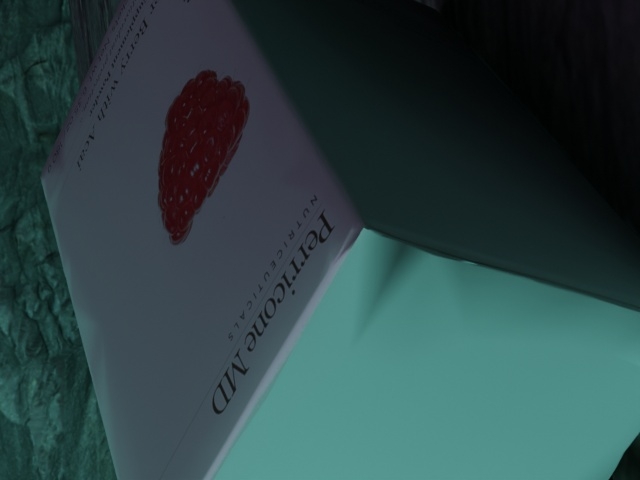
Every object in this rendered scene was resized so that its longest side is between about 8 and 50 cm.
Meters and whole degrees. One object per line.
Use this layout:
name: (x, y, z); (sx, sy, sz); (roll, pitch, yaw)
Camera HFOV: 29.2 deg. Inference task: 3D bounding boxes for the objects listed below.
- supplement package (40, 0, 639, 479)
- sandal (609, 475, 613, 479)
supplement package: (0.000, 0.000, 0.565); (0.178, 0.175, 0.293); (-59, 34, 23)
sandal: (0.096, 0.148, 0.555); (0.072, 0.049, 0.180); (126, 158, -52)
